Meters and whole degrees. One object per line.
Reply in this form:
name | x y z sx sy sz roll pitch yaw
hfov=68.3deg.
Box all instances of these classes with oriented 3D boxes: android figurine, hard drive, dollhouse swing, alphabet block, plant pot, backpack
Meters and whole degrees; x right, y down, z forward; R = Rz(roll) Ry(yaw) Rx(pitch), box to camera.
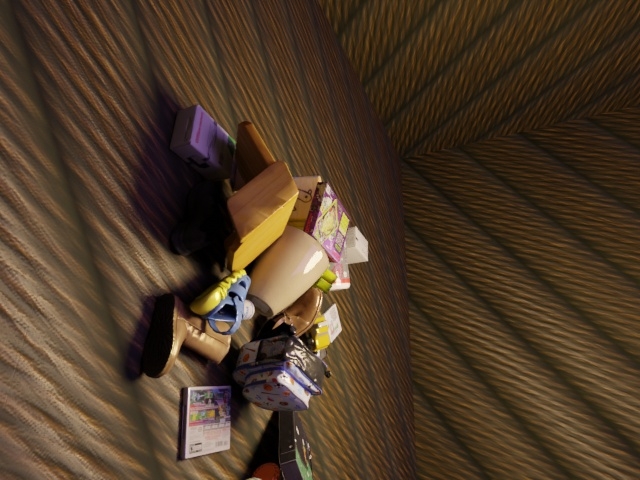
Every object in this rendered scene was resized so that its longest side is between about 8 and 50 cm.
android figurine | -0.060 0.098 1.879 0.056 0.273 0.248 -48 169 -33
hard drive | -0.084 0.738 1.629 0.339 0.064 0.237 -111 -176 -73
dollhouse swing | -0.257 -0.132 1.470 0.305 0.347 0.315 46 68 5
alphabet block | -0.084 -0.127 1.916 0.193 0.192 0.197 70 19 -62
plant pot | -0.146 0.128 1.687 0.274 0.256 0.256 -55 134 -33
backpack | -0.143 0.427 1.522 0.276 0.263 0.213 56 39 -31

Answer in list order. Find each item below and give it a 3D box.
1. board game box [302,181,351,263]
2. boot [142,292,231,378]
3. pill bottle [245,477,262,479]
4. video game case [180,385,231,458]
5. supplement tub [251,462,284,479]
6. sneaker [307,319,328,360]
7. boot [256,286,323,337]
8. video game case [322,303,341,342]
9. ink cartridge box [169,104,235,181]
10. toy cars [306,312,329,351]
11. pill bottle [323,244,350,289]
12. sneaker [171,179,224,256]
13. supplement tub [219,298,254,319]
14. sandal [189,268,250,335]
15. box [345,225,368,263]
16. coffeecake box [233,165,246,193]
board game box | 0.033 -0.060 1.839 0.347 0.056 0.208 50 49 -63
boot | -0.353 0.293 1.309 0.269 0.089 0.236 51 37 -51
pill bottle | -0.239 0.765 1.348 0.208 0.118 0.117 24 59 -63
video game case | -0.327 0.517 1.364 0.201 0.023 0.183 30 54 -60
supplement tub | -0.150 0.828 1.530 0.117 0.117 0.190 -48 124 -61
sneaker | -0.008 0.457 2.062 0.234 0.078 0.106 -70 146 -43
boot | -0.109 0.283 1.700 0.305 0.112 0.115 -51 134 -9
video game case | 0.057 0.401 2.299 0.157 0.019 0.143 -31 109 -65
ink cartridge box | -0.369 -0.305 1.501 0.208 0.087 0.153 45 42 -55
toy cars | -0.034 0.436 1.907 0.176 0.087 0.393 34 47 -21
pill bottle | 0.010 0.042 2.083 0.210 0.210 0.363 11 71 -65
sneaker | -0.341 -0.076 1.427 0.109 0.130 0.286 54 34 -43
supplement tub | -0.271 0.227 1.543 0.107 0.071 0.071 13 69 -65
sandal | -0.275 0.184 1.400 0.138 0.126 0.317 56 16 -7
box | 0.130 0.031 2.404 0.181 0.182 0.119 46 40 -53
coffeecake box | -0.242 -0.202 1.779 0.185 0.068 0.142 45 41 -53
